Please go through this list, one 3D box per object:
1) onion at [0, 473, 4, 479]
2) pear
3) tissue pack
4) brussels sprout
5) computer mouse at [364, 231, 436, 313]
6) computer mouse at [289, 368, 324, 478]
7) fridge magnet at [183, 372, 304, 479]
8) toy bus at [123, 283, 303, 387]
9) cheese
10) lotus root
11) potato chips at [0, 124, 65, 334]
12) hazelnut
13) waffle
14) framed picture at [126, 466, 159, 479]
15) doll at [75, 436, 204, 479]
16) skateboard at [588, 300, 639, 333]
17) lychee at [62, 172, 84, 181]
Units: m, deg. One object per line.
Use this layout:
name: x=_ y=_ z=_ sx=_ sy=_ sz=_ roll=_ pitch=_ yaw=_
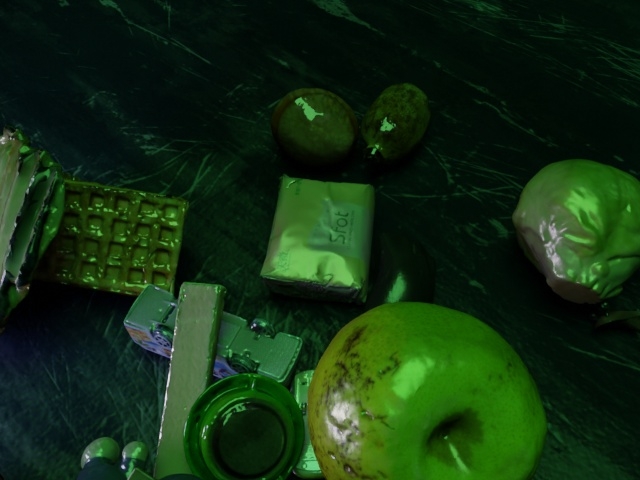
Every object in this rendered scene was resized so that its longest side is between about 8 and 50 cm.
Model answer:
onion: x=-0.619 y=0.429 z=1.148 sx=0.252 sy=0.219 sz=0.252 roll=-6 pitch=52 yaw=8
pear: x=0.154 y=0.274 z=1.166 sx=0.390 sy=0.391 sz=0.391 roll=-1 pitch=52 yaw=1
tissue pack: x=0.000 y=0.000 z=1.528 sx=0.214 sy=0.123 sz=0.257 roll=6 pitch=60 yaw=3
brussels sprout: x=0.522 y=-0.028 z=1.476 sx=0.274 sy=0.243 sz=0.316 roll=47 pitch=59 yaw=5
computer mouse: x=0.172 y=0.085 z=1.456 sx=0.147 sy=0.088 sz=0.264 roll=23 pitch=48 yaw=-18
computer mouse: x=-0.007 y=0.327 z=1.318 sx=0.102 sy=0.045 sz=0.199 roll=-6 pitch=59 yaw=6
fridge magnet: x=-0.125 y=0.327 z=1.230 sx=0.207 sy=0.088 sz=0.208 roll=1 pitch=87 yaw=-16
toy bus: x=-0.195 y=0.194 z=1.371 sx=0.329 sy=0.136 sz=0.109 roll=18 pitch=54 yaw=15
cheese: x=-0.229 y=0.271 z=1.264 sx=0.085 sy=0.034 sz=0.401 roll=7 pitch=84 yaw=13
lotus root: x=0.169 y=-0.264 z=1.714 sx=0.145 sy=0.128 sz=0.260 roll=43 pitch=53 yaw=-15
potato chips: x=-0.598 y=0.001 z=1.382 sx=0.070 sy=0.430 sz=0.358 roll=11 pitch=3 yaw=-42
hazelnut: x=-0.014 y=-0.265 z=1.707 sx=0.214 sy=0.176 sz=0.214 roll=22 pitch=21 yaw=-9
waffle: x=-0.430 y=-0.008 z=1.460 sx=0.307 sy=0.091 sz=0.213 roll=9 pitch=90 yaw=-12
framed picture: x=-0.204 y=0.512 z=1.075 sx=0.314 sy=0.024 sz=0.232 roll=32 pitch=83 yaw=0
doll: x=-0.278 y=0.445 z=1.165 sx=0.258 sy=0.154 sz=0.228 roll=16 pitch=84 yaw=-5
skateboard: x=0.607 y=0.164 z=1.431 sx=0.151 sy=0.067 sz=0.080 roll=0 pitch=61 yaw=-4
lychee: x=-0.561 y=-0.060 z=1.563 sx=0.197 sy=0.165 sz=0.165 roll=-23 pitch=51 yaw=14
